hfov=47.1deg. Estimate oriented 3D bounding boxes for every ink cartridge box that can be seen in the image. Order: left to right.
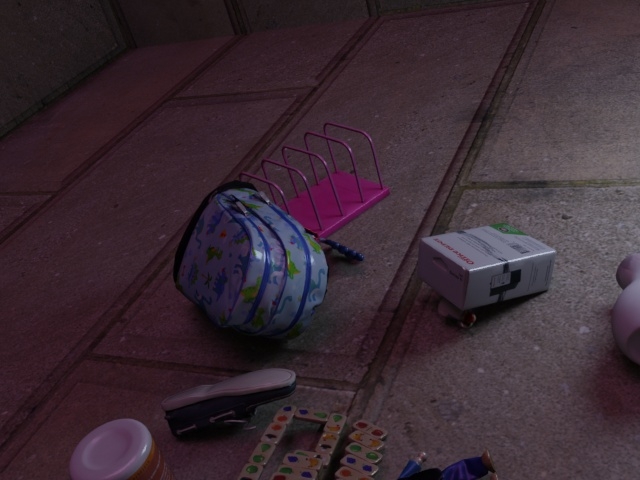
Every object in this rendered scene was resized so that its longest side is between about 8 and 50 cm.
[{"bbox_3d":[0.306,0.044,1.373,0.209,0.086,0.153,-9,27,-25],"label":"ink cartridge box"}]

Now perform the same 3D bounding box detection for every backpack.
[{"bbox_3d":[-0.143,0.056,1.471,0.356,0.273,0.290,33,100,33],"label":"backpack"}]

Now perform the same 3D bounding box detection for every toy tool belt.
[{"bbox_3d":[0.261,0.131,1.354,0.051,0.052,0.083,14,10,-46],"label":"toy tool belt"}]

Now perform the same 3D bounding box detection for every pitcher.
[{"bbox_3d":[0.561,0.119,1.176,0.178,0.125,0.207,15,32,16],"label":"pitcher"}]

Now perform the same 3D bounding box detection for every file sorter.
[{"bbox_3d":[-0.019,-0.142,1.784,0.291,0.182,0.202,-34,35,-25],"label":"file sorter"}]

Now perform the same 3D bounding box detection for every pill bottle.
[{"bbox_3d":[-0.269,0.376,1.080,0.121,0.216,0.121,-13,32,8],"label":"pill bottle"}]

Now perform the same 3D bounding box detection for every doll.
[{"bbox_3d":[0.161,0.358,1.058,0.189,0.046,0.129,-20,41,8],"label":"doll"}]

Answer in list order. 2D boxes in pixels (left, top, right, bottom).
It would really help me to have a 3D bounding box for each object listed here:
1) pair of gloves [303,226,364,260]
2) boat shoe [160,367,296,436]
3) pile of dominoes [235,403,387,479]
[{"bbox_3d":[0.000,0.000,1.596,0.023,0.198,0.159,-65,21,-1],"label":"pair of gloves"},{"bbox_3d":[-0.155,0.286,1.278,0.255,0.079,0.095,-16,5,10],"label":"boat shoe"},{"bbox_3d":[-0.004,0.317,1.119,0.196,0.040,0.251,6,19,13],"label":"pile of dominoes"}]
